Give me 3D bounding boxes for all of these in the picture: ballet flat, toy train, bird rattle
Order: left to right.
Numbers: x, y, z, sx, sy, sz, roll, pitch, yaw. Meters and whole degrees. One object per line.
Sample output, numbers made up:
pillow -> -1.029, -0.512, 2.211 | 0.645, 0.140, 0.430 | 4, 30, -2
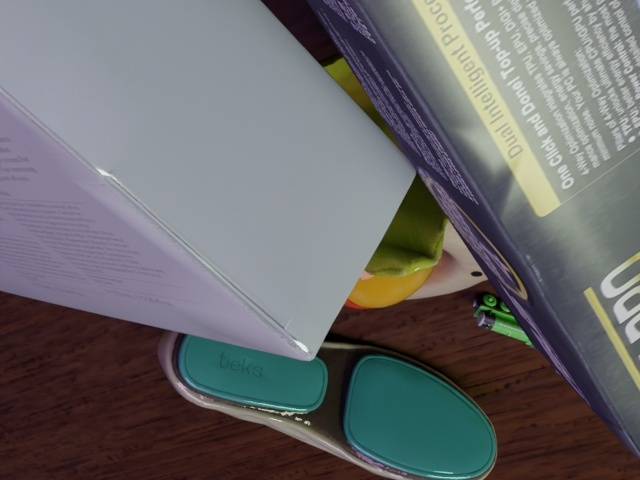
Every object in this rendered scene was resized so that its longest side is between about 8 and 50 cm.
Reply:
bird rattle -> 0.000, 0.000, 0.672 | 0.253, 0.143, 0.207 | -23, 146, 37
ballet flat -> 0.003, 0.108, 0.839 | 0.248, 0.086, 0.086 | 24, 138, -14
toy train -> 0.136, 0.057, 0.782 | 0.083, 0.024, 0.017 | 18, 139, -10

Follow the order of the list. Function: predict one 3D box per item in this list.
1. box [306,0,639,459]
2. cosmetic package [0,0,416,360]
box -> 0.147, -0.137, 0.374 | 0.318, 0.097, 0.395 | -40, 131, 0
cosmetic package -> -0.185, -0.085, 0.506 | 0.377, 0.097, 0.284 | 6, 152, 50
